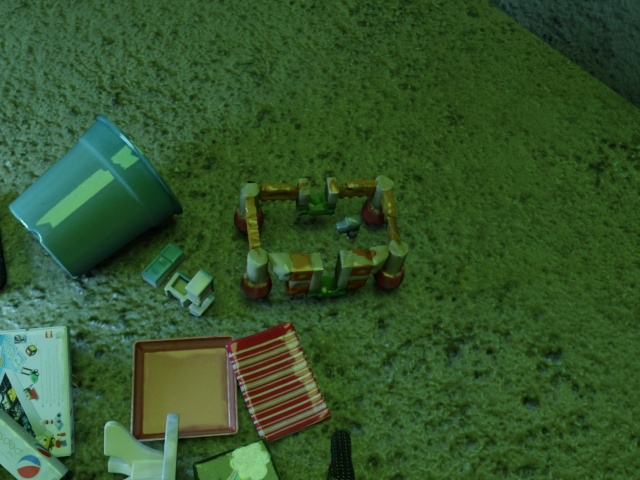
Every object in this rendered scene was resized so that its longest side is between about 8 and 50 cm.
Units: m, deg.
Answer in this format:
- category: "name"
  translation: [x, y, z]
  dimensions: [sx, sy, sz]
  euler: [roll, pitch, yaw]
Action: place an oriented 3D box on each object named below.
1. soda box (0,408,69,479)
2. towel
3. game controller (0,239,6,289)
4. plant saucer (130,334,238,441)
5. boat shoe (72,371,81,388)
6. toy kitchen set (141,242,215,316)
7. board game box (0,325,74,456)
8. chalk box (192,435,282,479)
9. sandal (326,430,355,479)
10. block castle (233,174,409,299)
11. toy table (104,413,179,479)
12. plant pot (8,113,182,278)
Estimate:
- category: "soda box"
  translation: [-0.684, 0.486, 1.621]
  dimensions: [0.216, 0.069, 0.074]
  euler: [43, 80, -2]
- category: "towel"
  translation: [-0.107, 0.354, 1.806]
  dimensions: [0.199, 0.031, 0.275]
  euler: [-15, 67, -25]
- category: "game controller"
  translation: [-0.954, 0.016, 1.926]
  dimensions: [0.166, 0.067, 0.319]
  euler: [-21, 64, 0]
- category: "plant saucer"
  translation: [-0.340, 0.373, 1.790]
  dimensions: [0.258, 0.048, 0.259]
  euler: [-3, 61, -7]
- category: "boat shoe"
  translation: [-0.665, 0.303, 1.786]
  dimensions: [0.178, 0.064, 0.060]
  euler: [34, 65, 15]
- category: "toy kitchen set"
  translation: [-0.362, 0.079, 1.880]
  dimensions: [0.207, 0.166, 0.122]
  euler: [33, 63, 12]
- category: "board game box"
  translation: [-0.696, 0.365, 1.699]
  dimensions: [0.193, 0.053, 0.305]
  euler: [-3, 83, -8]
- category: "chalk box"
  translation: [-0.158, 0.624, 1.598]
  dimensions: [0.180, 0.179, 0.289]
  euler: [-17, 65, -15]
- category: "sandal"
  translation: [0.049, 0.555, 1.740]
  dimensions: [0.067, 0.040, 0.179]
  euler: [11, 46, -6]
- category: "block castle"
  translation: [0.000, 0.000, 1.941]
  dimensions: [0.453, 0.213, 0.303]
  euler: [-4, 58, -10]
- category: "toy table"
  translation: [-0.405, 0.529, 1.601]
  dimensions: [0.161, 0.252, 0.274]
  euler: [2, 83, -10]
- category: "plant pot"
  translation: [-0.603, -0.097, 1.879]
  dimensions: [0.341, 0.341, 0.334]
  euler: [42, 73, 16]
